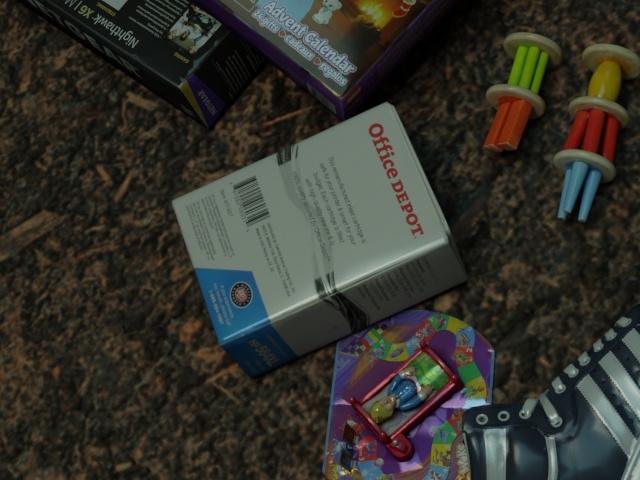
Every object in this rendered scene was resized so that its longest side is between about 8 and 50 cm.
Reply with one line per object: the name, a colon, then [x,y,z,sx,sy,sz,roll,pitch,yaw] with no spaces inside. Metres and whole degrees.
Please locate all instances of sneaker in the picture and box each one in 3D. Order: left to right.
sneaker: [0.199,0.109,1.158,0.153,0.099,0.282,17,74,19]

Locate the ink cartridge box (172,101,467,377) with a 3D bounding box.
ink cartridge box: [0.000,0.000,1.282,0.203,0.086,0.148,-24,59,5]

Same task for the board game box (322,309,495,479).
board game box: [0.067,0.127,1.231,0.133,0.033,0.168,-1,66,17]

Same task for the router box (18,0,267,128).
router box: [-0.145,-0.281,1.465,0.309,0.081,0.243,35,79,28]

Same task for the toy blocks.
toy blocks: [0.190,-0.091,1.285,0.123,0.054,0.148,11,70,21]

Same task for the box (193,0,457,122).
box: [-0.023,-0.267,1.342,0.293,0.057,0.201,39,80,15]
